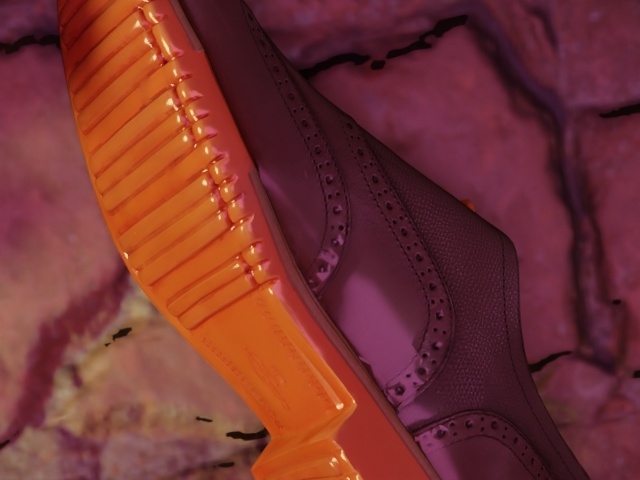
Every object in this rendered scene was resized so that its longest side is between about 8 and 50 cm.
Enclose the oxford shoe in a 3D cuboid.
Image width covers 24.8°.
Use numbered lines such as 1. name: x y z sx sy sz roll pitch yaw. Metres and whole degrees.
1. oxford shoe: 0.000 0.000 0.652 0.133 0.130 0.363 -29 95 -29
